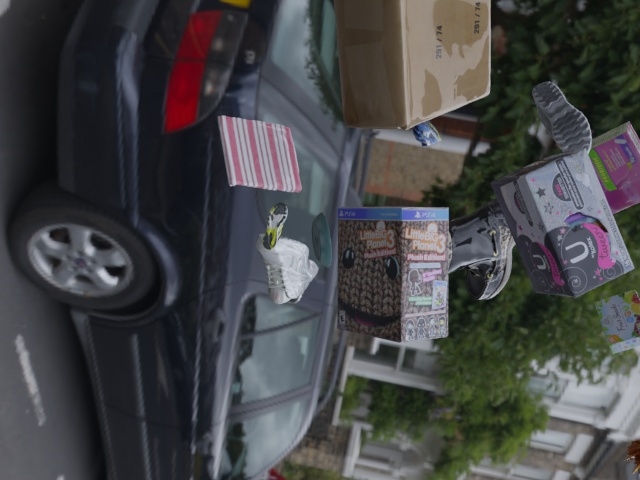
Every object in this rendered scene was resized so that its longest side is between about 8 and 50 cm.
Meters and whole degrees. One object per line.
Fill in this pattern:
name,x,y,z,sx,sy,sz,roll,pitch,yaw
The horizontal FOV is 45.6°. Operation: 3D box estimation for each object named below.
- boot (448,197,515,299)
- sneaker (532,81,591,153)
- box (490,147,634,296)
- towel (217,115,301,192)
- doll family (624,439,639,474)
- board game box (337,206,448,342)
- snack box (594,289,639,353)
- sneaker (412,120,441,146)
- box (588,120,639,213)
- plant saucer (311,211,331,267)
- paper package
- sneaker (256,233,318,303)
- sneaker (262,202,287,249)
boot,0.371,0.052,2.022,0.138,0.284,0.378,59,-24,33
sneaker,0.725,-0.344,2.263,0.115,0.105,0.281,51,19,-57
box,0.459,-0.031,1.466,0.247,0.142,0.163,66,-10,-4
towel,-0.122,-0.169,1.529,0.197,0.029,0.144,2,72,-46
doll family,0.600,0.408,1.281,0.263,0.118,0.163,61,-4,36
board game box,0.161,0.068,1.737,0.232,0.141,0.291,3,-87,54
snack box,0.707,0.188,1.776,0.037,0.100,0.141,55,23,-33
sneaker,0.276,-0.300,2.073,0.144,0.059,0.053,38,32,-47
box,0.872,-0.202,2.316,0.214,0.242,0.117,57,33,-8
plant saucer,0.000,0.000,1.630,0.119,0.021,0.120,173,-90,-79
paper package,0.183,-0.405,1.457,0.309,0.168,0.325,-26,119,-40
sneaker,-0.070,0.065,1.503,0.115,0.090,0.232,-70,154,-17
sneaker,-0.078,-0.024,1.281,0.035,0.031,0.083,100,9,-84
